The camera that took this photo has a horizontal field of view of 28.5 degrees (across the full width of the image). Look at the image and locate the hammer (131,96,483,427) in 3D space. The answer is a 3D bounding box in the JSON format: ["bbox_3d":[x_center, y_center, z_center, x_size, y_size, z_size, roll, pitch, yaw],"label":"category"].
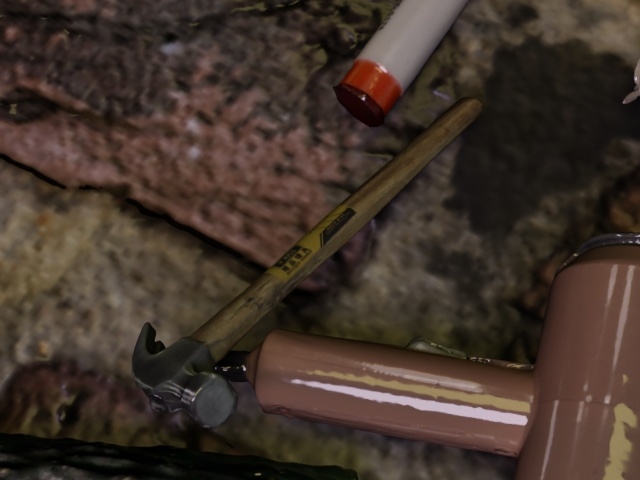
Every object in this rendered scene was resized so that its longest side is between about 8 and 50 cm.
[{"bbox_3d":[0.000,0.000,0.470,0.182,0.017,0.062,-43,30,-28],"label":"hammer"}]

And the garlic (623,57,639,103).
[{"bbox_3d":[0.189,-0.072,0.417,0.131,0.194,0.127,-24,76,-12],"label":"garlic"}]

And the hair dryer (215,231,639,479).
[{"bbox_3d":[0.045,0.050,0.443,0.181,0.064,0.117,8,67,14],"label":"hair dryer"}]

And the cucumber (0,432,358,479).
[{"bbox_3d":[-0.094,0.101,0.427,0.211,0.062,0.078,6,68,7],"label":"cucumber"}]

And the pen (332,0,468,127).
[{"bbox_3d":[0.073,-0.138,0.537,0.026,0.026,0.218,30,72,16],"label":"pen"}]
